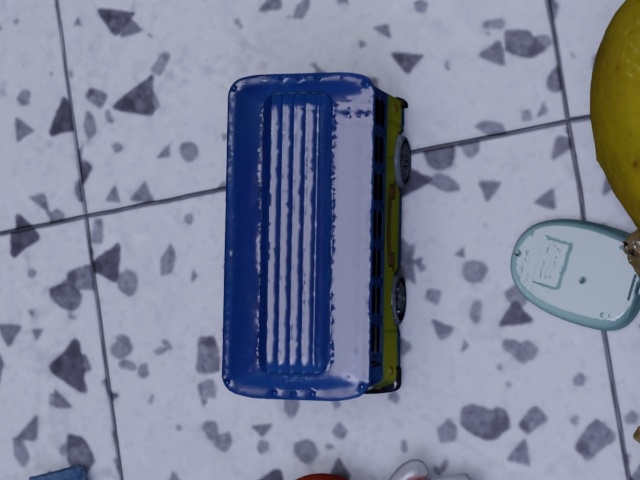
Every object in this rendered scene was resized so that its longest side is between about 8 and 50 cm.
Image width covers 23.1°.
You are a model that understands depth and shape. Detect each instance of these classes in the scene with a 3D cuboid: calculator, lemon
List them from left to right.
[{"bbox_3d":[0.249,0.032,1.441,0.153,0.021,0.095,17,92,21],"label":"calculator"},{"bbox_3d":[0.342,-0.110,1.312,0.236,0.236,0.263,-1,95,17],"label":"lemon"}]

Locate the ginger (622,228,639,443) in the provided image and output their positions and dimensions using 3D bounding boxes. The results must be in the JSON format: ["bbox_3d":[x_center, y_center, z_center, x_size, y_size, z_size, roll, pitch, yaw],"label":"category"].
[{"bbox_3d":[0.341,0.146,1.372,0.148,0.081,0.333,-15,86,17],"label":"ginger"}]

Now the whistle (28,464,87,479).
[{"bbox_3d":[-0.223,0.374,1.543,0.062,0.062,0.304,-19,81,15],"label":"whistle"}]

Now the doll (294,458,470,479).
[{"bbox_3d":[0.008,0.294,1.441,0.290,0.130,0.161,-17,95,1],"label":"doll"}]

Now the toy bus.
[{"bbox_3d":[0.000,0.000,1.440,0.138,0.175,0.287,0,87,16],"label":"toy bus"}]
